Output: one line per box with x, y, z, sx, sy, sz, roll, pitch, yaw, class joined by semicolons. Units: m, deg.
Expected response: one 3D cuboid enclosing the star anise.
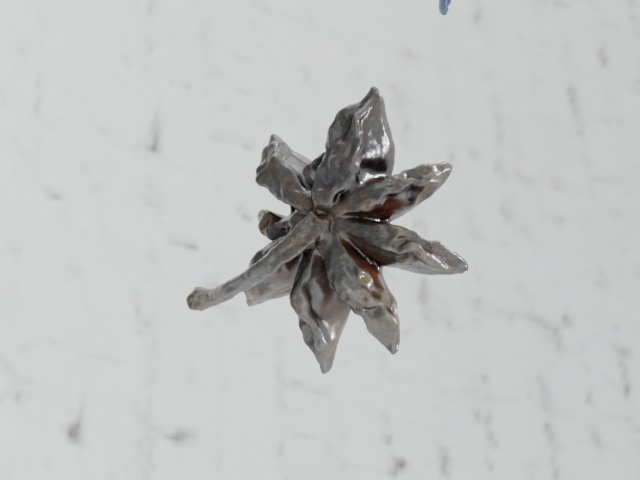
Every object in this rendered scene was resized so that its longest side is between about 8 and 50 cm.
-0.001;0.000;1.438;0.231;0.089;0.209;-48;-121;8;star anise

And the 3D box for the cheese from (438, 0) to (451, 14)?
0.112;-0.296;1.601;0.286;0.074;0.189;77;27;-68;cheese
